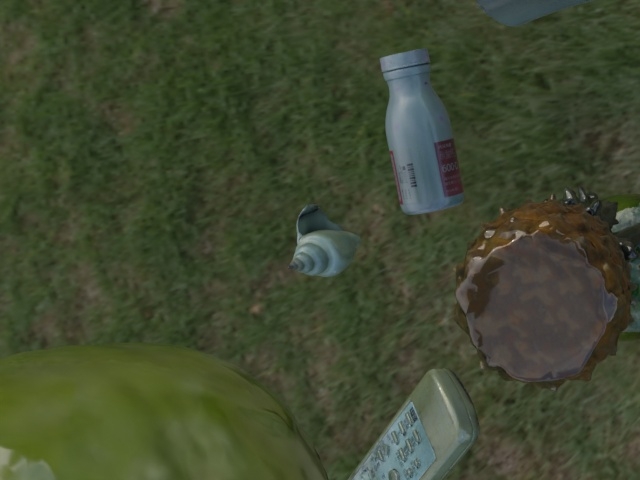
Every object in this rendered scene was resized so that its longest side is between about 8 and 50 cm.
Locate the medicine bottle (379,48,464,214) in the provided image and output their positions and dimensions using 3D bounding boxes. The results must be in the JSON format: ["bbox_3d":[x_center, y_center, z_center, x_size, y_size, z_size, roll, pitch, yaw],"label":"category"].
[{"bbox_3d":[0.134,-0.148,1.791,0.090,0.090,0.217,-8,96,31],"label":"medicine bottle"}]

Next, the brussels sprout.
[{"bbox_3d":[-0.126,0.190,0.711,0.273,0.317,0.242,30,136,-20],"label":"brussels sprout"}]

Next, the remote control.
[{"bbox_3d":[0.096,0.244,1.454,0.233,0.038,0.098,-59,38,37],"label":"remote control"}]

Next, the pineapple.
[{"bbox_3d":[0.229,0.023,1.254,0.169,0.340,0.169,4,104,17],"label":"pineapple"}]

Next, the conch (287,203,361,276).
[{"bbox_3d":[-0.003,0.006,1.633,0.088,0.180,0.065,44,117,9],"label":"conch"}]

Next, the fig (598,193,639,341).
[{"bbox_3d":[0.413,0.048,1.784,0.203,0.235,0.203,-2,76,7],"label":"fig"}]

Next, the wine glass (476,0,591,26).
[{"bbox_3d":[0.195,-0.200,0.788,0.231,0.103,0.103,-10,96,45],"label":"wine glass"}]
